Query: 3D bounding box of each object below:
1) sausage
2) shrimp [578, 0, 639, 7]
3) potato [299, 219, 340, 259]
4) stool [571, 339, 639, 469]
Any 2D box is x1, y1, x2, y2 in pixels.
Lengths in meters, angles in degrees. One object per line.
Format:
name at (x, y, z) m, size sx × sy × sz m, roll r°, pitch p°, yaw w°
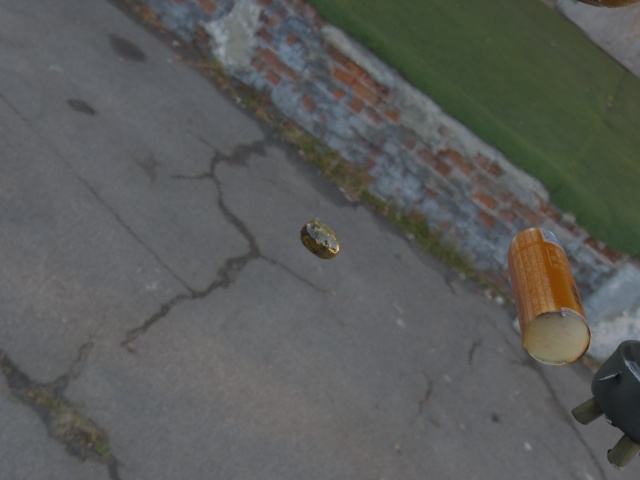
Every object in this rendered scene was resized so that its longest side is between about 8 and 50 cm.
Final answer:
sausage at (0.257, 0.048, 0.952) m, size 0.071 × 0.071 × 0.234 m, roll 33°, pitch 27°, yaw -10°
shrimp at (0.317, -0.350, 1.041) m, size 0.217 × 0.115 × 0.051 m, roll 21°, pitch 57°, yaw 10°
potato at (0.000, 0.000, 1.364) m, size 0.083 × 0.051 × 0.040 m, roll 40°, pitch 8°, yaw -32°
stool at (0.471, 0.245, 1.149) m, size 0.228 × 0.139 × 0.153 m, roll 31°, pitch 27°, yaw 2°
